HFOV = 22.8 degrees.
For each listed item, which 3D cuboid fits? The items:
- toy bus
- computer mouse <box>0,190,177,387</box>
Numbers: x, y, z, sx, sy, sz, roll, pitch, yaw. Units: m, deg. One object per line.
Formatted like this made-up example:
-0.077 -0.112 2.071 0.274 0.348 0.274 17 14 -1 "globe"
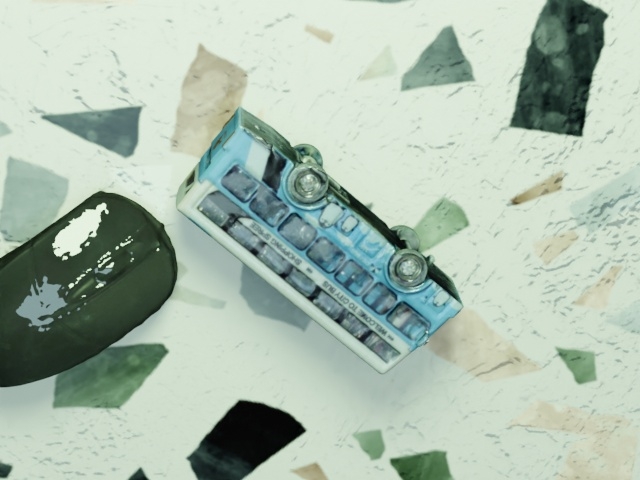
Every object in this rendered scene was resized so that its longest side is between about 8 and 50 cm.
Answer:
0.000 0.000 1.623 0.297 0.106 0.131 40 101 -14 "toy bus"
-0.272 0.063 1.622 0.270 0.086 0.137 -33 108 3 "computer mouse"
